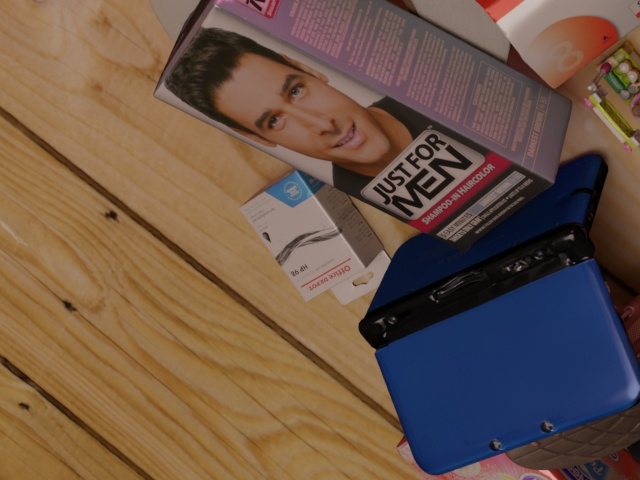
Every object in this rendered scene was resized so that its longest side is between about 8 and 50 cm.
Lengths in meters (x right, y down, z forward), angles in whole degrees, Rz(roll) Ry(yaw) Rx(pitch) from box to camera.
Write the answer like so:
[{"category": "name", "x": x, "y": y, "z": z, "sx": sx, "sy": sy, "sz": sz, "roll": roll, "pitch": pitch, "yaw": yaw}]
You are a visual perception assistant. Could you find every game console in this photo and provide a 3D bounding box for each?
[{"category": "game console", "x": 0.207, "y": 0.080, "z": 1.526, "sx": 0.293, "sy": 0.250, "sz": 0.173, "roll": -26, "pitch": 111, "yaw": 34}]

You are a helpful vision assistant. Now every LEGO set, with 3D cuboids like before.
[{"category": "LEGO set", "x": 0.370, "y": -0.133, "z": 1.407, "sx": 0.287, "sy": 0.107, "sz": 0.132, "roll": 31, "pitch": 124, "yaw": 11}]

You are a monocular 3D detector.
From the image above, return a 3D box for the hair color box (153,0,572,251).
[{"category": "hair color box", "x": 0.042, "y": -0.143, "z": 1.418, "sx": 0.374, "sy": 0.113, "sz": 0.185, "roll": 27, "pitch": 148, "yaw": -13}]

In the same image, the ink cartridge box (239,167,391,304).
[{"category": "ink cartridge box", "x": 0.000, "y": 0.000, "z": 1.692, "sx": 0.104, "sy": 0.060, "sz": 0.180, "roll": -31, "pitch": 97, "yaw": 34}]

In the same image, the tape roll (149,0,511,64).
[{"category": "tape roll", "x": 0.011, "y": -0.253, "z": 1.439, "sx": 0.392, "sy": 0.072, "sz": 0.392, "roll": 13, "pitch": 148, "yaw": 8}]

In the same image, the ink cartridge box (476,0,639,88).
[{"category": "ink cartridge box", "x": 0.231, "y": -0.234, "z": 1.316, "sx": 0.145, "sy": 0.179, "sz": 0.045, "roll": -37, "pitch": 54, "yaw": 18}]

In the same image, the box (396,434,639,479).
[{"category": "box", "x": 0.256, "y": 0.280, "z": 1.645, "sx": 0.300, "sy": 0.154, "sz": 0.142, "roll": 46, "pitch": 126, "yaw": 1}]

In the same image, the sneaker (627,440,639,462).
[{"category": "sneaker", "x": 0.391, "y": 0.229, "z": 1.558, "sx": 0.170, "sy": 0.051, "sz": 0.089, "roll": 37, "pitch": 163, "yaw": 53}]

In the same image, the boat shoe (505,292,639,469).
[{"category": "boat shoe", "x": 0.329, "y": 0.129, "z": 1.512, "sx": 0.324, "sy": 0.116, "sz": 0.123, "roll": -34, "pitch": 136, "yaw": 7}]
